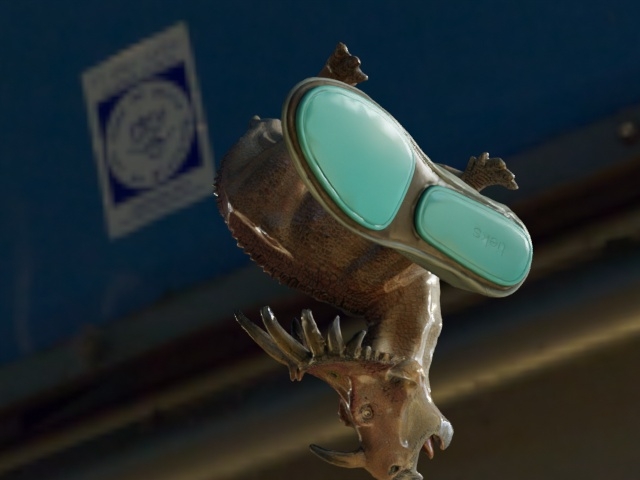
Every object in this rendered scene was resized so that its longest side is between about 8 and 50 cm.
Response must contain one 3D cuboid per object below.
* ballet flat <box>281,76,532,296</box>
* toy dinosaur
[{"bbox_3d":[0.040,-0.026,1.052,0.213,0.072,0.068,34,-15,-33],"label":"ballet flat"},{"bbox_3d":[0.000,0.000,1.157,0.200,0.296,0.127,-41,-33,-12],"label":"toy dinosaur"}]
